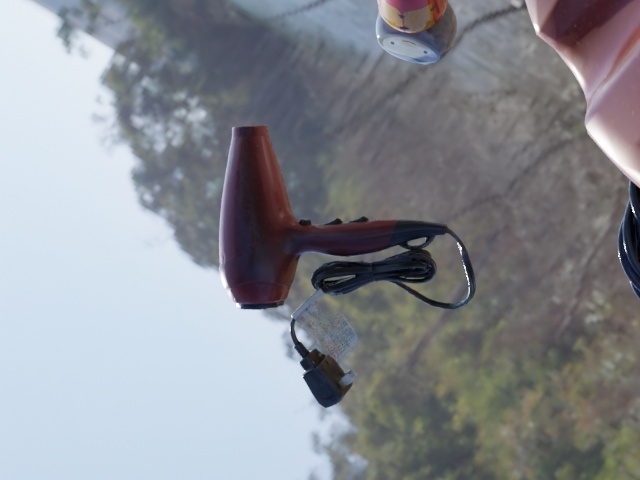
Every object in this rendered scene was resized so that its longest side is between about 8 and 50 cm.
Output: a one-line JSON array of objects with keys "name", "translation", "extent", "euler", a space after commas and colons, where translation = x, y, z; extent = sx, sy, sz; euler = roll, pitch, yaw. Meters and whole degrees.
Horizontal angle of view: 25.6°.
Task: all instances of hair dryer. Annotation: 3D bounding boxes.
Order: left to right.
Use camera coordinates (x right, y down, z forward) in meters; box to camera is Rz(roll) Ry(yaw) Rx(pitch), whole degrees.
[{"name": "hair dryer", "translation": [0.000, 0.000, 1.439], "extent": [0.293, 0.223, 0.080], "euler": [49, -169, 6]}]

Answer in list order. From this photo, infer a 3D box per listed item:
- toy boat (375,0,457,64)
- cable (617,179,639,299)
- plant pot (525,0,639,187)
[{"name": "toy boat", "translation": [0.010, -0.288, 1.160], "extent": [0.318, 0.267, 0.148], "euler": [59, 178, 18]}, {"name": "cable", "translation": [0.295, -0.013, 1.083], "extent": [0.151, 0.184, 0.047], "euler": [6, -170, -30]}, {"name": "plant pot", "translation": [0.214, -0.115, 0.392], "extent": [0.265, 0.272, 0.272], "euler": [-11, -152, -26]}]
